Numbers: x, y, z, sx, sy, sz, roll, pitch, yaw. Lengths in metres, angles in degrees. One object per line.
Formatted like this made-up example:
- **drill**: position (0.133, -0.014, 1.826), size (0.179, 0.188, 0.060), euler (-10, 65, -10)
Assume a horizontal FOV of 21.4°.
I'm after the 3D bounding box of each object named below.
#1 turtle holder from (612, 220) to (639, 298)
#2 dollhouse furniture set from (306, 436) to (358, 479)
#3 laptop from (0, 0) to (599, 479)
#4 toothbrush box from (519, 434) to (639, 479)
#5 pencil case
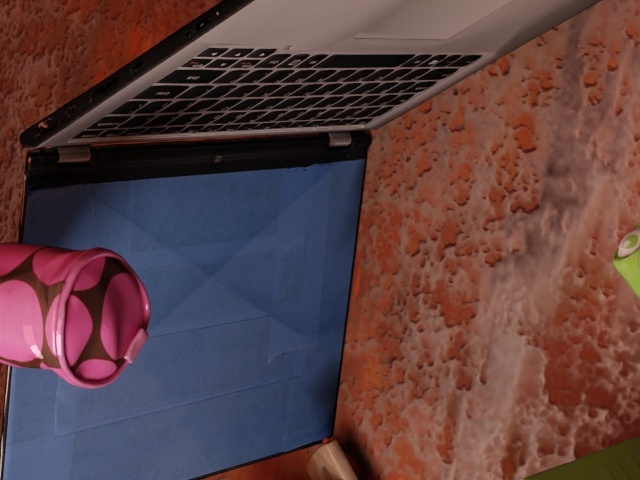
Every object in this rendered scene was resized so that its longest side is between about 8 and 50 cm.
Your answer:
- **turtle holder**: position (0.321, 0.113, 0.990), size (0.227, 0.243, 0.320), euler (-31, 104, -2)
- **dollhouse furniture set**: position (-0.038, 0.271, 1.422), size (0.129, 0.129, 0.183), euler (61, 154, 16)
- **laptop**: position (0.000, 0.000, 1.181), size (0.408, 0.382, 0.236), euler (-28, 79, 35)
- **toothbrush box**: position (0.174, 0.235, 1.136), size (0.206, 0.283, 0.122), euler (-47, 69, 30)
- **pencil case**: position (-0.200, 0.045, 1.042), size (0.209, 0.098, 0.095), euler (3, 52, 37)
